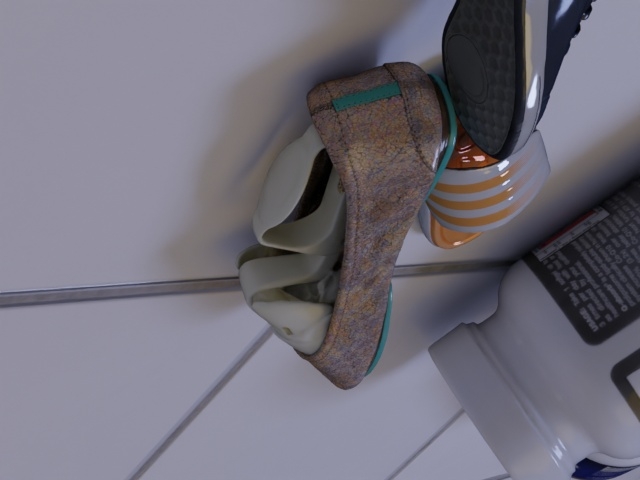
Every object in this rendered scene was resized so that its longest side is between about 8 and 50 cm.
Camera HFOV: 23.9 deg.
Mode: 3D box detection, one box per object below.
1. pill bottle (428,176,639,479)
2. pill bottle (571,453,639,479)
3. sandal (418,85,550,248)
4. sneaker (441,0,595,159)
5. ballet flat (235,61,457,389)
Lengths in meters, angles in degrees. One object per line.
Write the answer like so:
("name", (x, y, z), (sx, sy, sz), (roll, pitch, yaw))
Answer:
("pill bottle", (0.292, 0.065, 1.357), (0.363, 0.210, 0.210), (-34, 157, 4))
("pill bottle", (0.304, 0.167, 1.588), (0.153, 0.153, 0.264), (-30, 167, -8))
("sandal", (0.123, -0.041, 1.103), (0.102, 0.076, 0.265), (-31, 157, -6))
("sneaker", (0.159, -0.155, 0.883), (0.163, 0.086, 0.226), (-23, 142, -23))
("ballet flat", (0.000, 0.000, 1.020), (0.106, 0.107, 0.316), (-10, 142, -21))
